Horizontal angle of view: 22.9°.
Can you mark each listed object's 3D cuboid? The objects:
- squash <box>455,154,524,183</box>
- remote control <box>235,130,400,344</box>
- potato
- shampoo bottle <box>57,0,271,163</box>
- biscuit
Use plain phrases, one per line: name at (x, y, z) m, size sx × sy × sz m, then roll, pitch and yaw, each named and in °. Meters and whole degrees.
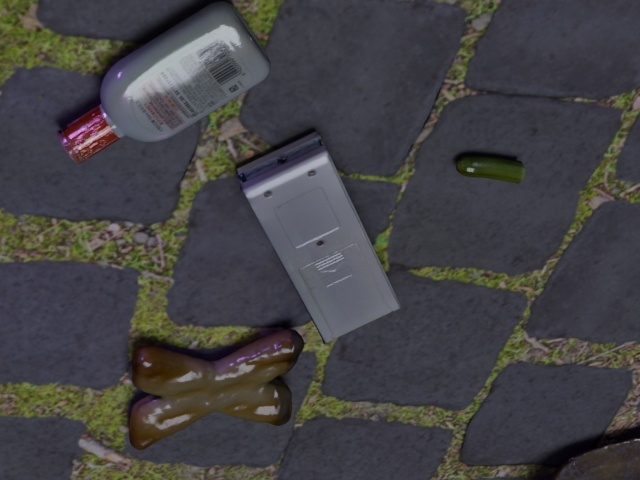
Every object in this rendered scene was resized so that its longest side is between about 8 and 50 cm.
squash at (0.193, -0.083, 1.818) m, size 0.083 × 0.027 × 0.027 m, roll 6°, pitch 128°, yaw -27°
remote control at (0.000, 0.000, 1.796) m, size 0.103 × 0.055 × 0.277 m, roll -25°, pitch 134°, yaw 1°
potato at (0.394, 0.344, 2.276) m, size 0.261 × 0.100 × 0.120 m, roll -29°, pitch 176°, yaw -15°
shampoo bottle at (-0.162, -0.150, 1.591) m, size 0.221 × 0.051 × 0.108 m, roll -31°, pitch 136°, yaw 7°
biscuit at (-0.129, 0.176, 1.911) m, size 0.208 × 0.047 × 0.164 m, roll -6°, pitch 132°, yaw -18°
